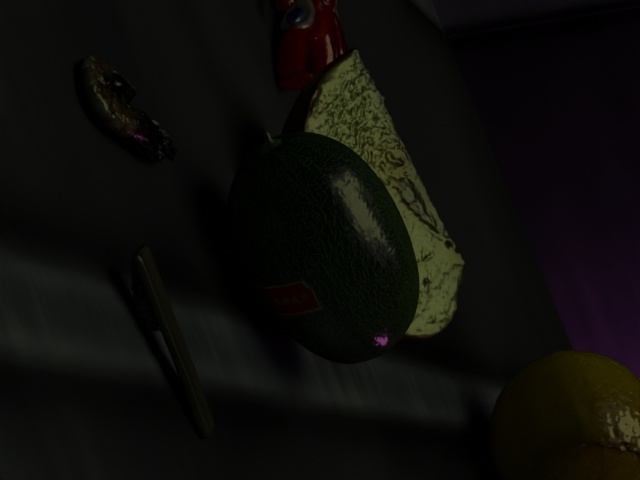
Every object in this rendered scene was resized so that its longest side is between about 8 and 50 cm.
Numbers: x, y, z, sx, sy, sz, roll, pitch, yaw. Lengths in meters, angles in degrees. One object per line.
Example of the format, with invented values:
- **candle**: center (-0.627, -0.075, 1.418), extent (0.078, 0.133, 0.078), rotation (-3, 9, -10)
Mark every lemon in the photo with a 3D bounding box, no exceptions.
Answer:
- **lemon**: center (0.385, 0.301, 2.665), extent (0.293, 0.293, 0.293), rotation (59, 17, -31)

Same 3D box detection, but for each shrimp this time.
- **shrimp**: center (-0.183, -0.128, 1.710), extent (0.161, 0.034, 0.091), rotation (44, 27, -56)

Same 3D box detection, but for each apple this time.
- **apple**: center (0.043, -0.040, 2.116), extent (0.254, 0.179, 0.346), rotation (-96, 160, -83)

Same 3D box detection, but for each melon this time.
- **melon**: center (0.000, 0.000, 1.890), extent (0.182, 0.182, 0.288), rotation (-78, 145, -65)

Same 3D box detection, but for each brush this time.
- **brush**: center (-0.137, 0.094, 1.580), extent (0.034, 0.027, 0.190), rotation (-70, 144, -63)

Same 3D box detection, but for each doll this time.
- **doll**: center (-0.016, -0.323, 2.497), extent (0.188, 0.099, 0.384), rotation (50, 26, -49)
